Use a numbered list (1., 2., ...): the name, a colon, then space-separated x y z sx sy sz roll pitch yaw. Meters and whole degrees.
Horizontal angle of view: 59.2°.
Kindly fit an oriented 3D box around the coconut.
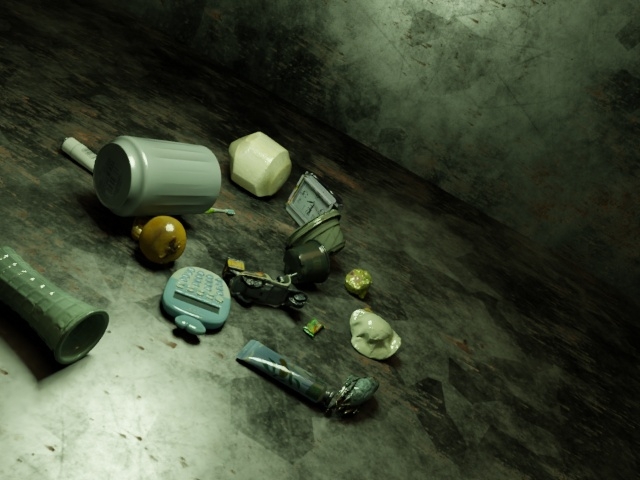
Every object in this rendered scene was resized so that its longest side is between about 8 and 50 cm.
1. coconut: -0.263 -0.316 2.312 0.266 0.237 0.237 39 27 11

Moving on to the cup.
1. cup: -0.539 -0.191 1.778 0.323 0.237 0.327 -7 -1 37

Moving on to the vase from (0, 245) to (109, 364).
1. vase: -0.631 0.133 1.248 0.299 0.143 0.143 32 26 14

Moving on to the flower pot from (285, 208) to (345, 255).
1. flower pot: 0.000 0.000 2.059 0.140 0.235 0.235 58 31 6

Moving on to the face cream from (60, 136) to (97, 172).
1. face cream: -0.767 -0.260 1.913 0.244 0.058 0.092 37 20 3

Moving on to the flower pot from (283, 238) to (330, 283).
1. flower pot: -0.056 0.079 1.909 0.107 0.157 0.157 -10 44 -35

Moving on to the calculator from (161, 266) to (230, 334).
1. calculator: -0.344 0.165 1.573 0.188 0.042 0.302 24 26 -13

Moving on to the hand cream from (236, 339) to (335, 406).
1. hand cream: -0.088 0.349 1.485 0.271 0.058 0.091 29 32 10

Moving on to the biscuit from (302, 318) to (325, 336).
1. biscuit: -0.021 0.267 1.736 0.046 0.016 0.089 36 27 14

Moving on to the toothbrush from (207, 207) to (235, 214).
1. toothbrush: -0.420 -0.112 2.020 0.263 0.022 0.026 4 23 -41

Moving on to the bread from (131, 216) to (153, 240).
1. bread: -0.539 -0.033 1.735 0.083 0.044 0.110 21 28 -22

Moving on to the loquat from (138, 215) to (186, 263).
1. loquat: -0.463 -0.001 1.655 0.141 0.141 0.141 23 26 -12

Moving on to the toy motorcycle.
1. toy motorcycle: -0.165 0.140 1.743 0.263 0.091 0.157 16 24 -21

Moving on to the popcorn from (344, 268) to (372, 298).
1. popcorn: 0.134 0.151 2.033 0.097 0.089 0.109 -28 42 -19

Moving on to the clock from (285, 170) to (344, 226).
1. clock: -0.023 -0.136 2.277 0.083 0.186 0.253 7 34 -47

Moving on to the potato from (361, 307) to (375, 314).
1. potato: 0.167 0.261 1.909 0.083 0.040 0.051 45 7 40

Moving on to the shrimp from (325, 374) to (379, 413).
1. shrimp: 0.082 0.412 1.510 0.233 0.079 0.090 -12 85 -52

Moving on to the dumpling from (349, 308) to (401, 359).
1. dumpling: 0.156 0.304 1.783 0.169 0.100 0.134 46 64 -4
